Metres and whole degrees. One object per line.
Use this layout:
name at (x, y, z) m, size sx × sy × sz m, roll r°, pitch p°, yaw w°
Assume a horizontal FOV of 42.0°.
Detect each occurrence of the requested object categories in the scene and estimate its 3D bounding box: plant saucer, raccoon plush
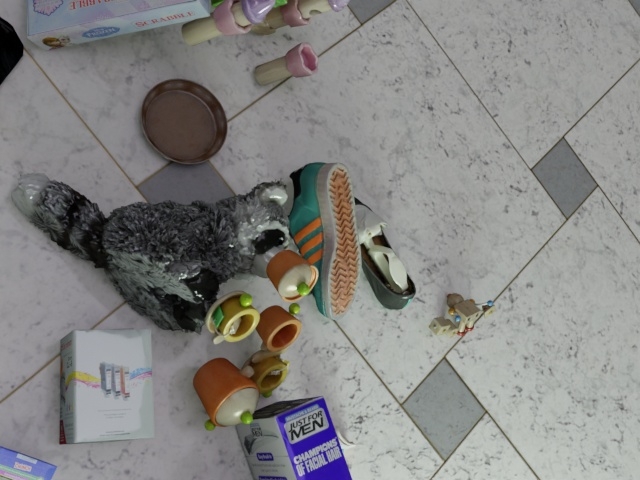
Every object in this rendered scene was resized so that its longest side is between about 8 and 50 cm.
plant saucer at (-0.258, -0.220, 1.564) m, size 0.168 × 0.029 × 0.168 m, roll 7°, pitch 73°, yaw -25°
raccoon plush at (-0.251, -0.057, 1.436) m, size 0.446 × 0.216 × 0.299 m, roll 42°, pitch 54°, yaw -12°

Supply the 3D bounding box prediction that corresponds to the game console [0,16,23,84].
game console at (-0.690, -0.358, 1.368) m, size 0.361 × 0.044 × 0.213 m, roll 35°, pitch 62°, yaw -16°

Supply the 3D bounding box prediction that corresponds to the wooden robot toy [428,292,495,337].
wooden robot toy at (0.284, 0.149, 1.743) m, size 0.173 × 0.076 × 0.079 m, roll -20°, pitch 52°, yaw -30°

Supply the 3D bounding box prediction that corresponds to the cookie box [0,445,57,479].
cookie box at (-0.460, 0.345, 1.268) m, size 0.092 × 0.107 × 0.040 m, roll 27°, pitch 66°, yaw -19°

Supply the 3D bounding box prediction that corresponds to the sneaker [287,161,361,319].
sneaker at (0.000, 0.000, 1.609) m, size 0.108 × 0.121 × 0.302 m, roll -10°, pitch 100°, yaw -50°

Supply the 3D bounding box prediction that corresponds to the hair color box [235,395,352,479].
hair color box at (-0.020, 0.446, 1.427) m, size 0.110 × 0.185 × 0.338 m, roll -19°, pitch 87°, yaw -30°

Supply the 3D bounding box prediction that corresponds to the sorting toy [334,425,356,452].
sorting toy at (0.030, 0.363, 1.536) m, size 0.083 × 0.075 × 0.045 m, roll 43°, pitch 62°, yaw -11°

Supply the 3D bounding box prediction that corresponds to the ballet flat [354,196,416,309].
ballet flat at (0.108, 0.008, 1.655) m, size 0.095 × 0.096 × 0.280 m, roll -36°, pitch 94°, yaw -28°

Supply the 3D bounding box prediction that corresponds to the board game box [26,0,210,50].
board game box at (-0.362, -0.517, 1.460) m, size 0.319 × 0.066 × 0.317 m, roll -8°, pitch 78°, yaw 12°

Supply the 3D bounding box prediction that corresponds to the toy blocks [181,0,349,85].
toy blocks at (-0.079, -0.490, 1.539) m, size 0.289 × 0.260 × 0.308 m, roll 17°, pitch 65°, yaw -55°

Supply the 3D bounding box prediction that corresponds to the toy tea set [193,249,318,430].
toy tea set at (-0.092, 0.178, 1.378) m, size 0.200 × 0.336 × 0.124 m, roll -16°, pitch 46°, yaw -37°

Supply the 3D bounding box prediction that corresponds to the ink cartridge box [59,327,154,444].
ink cartridge box at (-0.346, 0.234, 1.343) m, size 0.127 × 0.128 × 0.176 m, roll 3°, pitch 75°, yaw -27°
